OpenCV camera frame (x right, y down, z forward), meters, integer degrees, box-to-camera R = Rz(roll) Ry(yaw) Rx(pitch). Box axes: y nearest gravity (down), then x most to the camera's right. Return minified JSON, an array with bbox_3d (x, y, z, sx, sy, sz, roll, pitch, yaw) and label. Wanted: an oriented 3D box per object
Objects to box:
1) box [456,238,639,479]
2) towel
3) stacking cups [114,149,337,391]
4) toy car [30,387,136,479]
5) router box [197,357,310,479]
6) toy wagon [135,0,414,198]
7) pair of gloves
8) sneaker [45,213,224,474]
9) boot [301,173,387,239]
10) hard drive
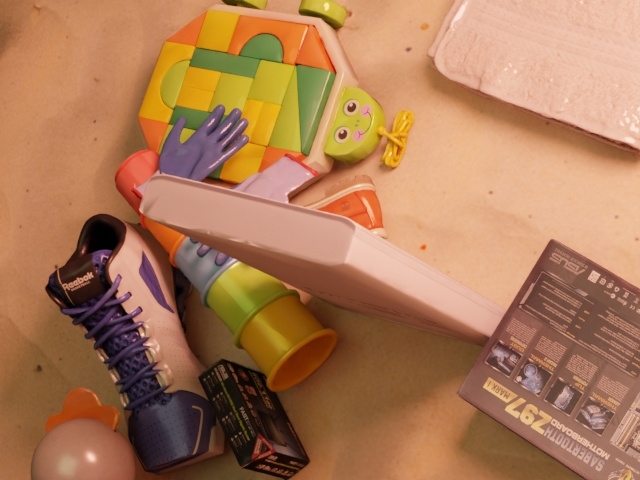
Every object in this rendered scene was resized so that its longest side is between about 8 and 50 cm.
[{"bbox_3d":[0.273,0.133,1.449,0.233,0.059,0.183,32,91,29],"label":"box"},{"bbox_3d":[0.256,-0.218,1.590,0.282,0.049,0.187,25,88,34],"label":"towel"},{"bbox_3d":[-0.109,0.019,1.674,0.096,0.096,0.316,-44,66,11],"label":"stacking cups"},{"bbox_3d":[-0.276,0.281,1.642,0.210,0.219,0.237,-13,67,27],"label":"toy car"},{"bbox_3d":[-0.071,0.192,1.624,0.038,0.092,0.122,-37,60,15],"label":"router box"},{"bbox_3d":[-0.054,-0.155,1.742,0.344,0.068,0.267,14,82,34],"label":"toy wagon"},{"bbox_3d":[-0.109,-0.064,1.659,0.198,0.023,0.159,37,72,29],"label":"pair of gloves"},{"bbox_3d":[-0.221,0.101,1.690,0.127,0.182,0.315,-26,63,23],"label":"sneaker"},{"bbox_3d":[0.000,0.000,1.668,0.158,0.059,0.084,-30,66,18],"label":"boot"},{"bbox_3d":[0.019,0.027,1.466,0.233,0.353,0.047,14,82,33],"label":"hard drive"}]
